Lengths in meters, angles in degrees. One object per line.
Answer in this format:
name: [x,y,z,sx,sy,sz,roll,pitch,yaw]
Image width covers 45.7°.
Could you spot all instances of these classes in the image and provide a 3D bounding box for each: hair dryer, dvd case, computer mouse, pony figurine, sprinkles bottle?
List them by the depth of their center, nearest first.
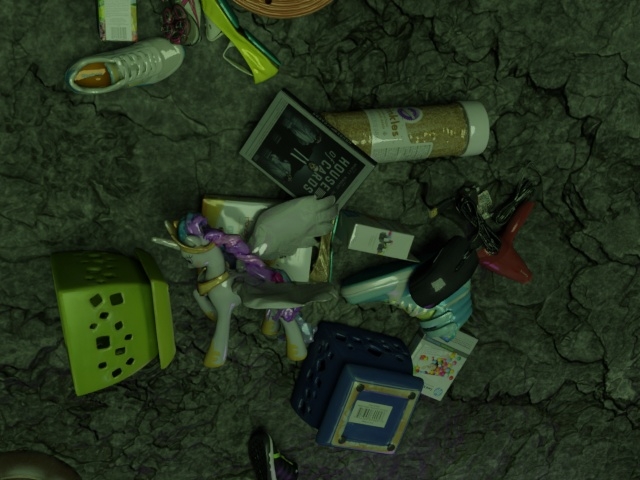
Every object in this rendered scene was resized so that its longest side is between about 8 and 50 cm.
pony figurine: [-0.124,0.087,1.502,0.351,0.302,0.363,-5,130,8]
dvd case: [-0.028,-0.166,1.527,0.239,0.029,0.179,39,125,0]
sprinkles bottle: [0.173,-0.225,1.606,0.355,0.121,0.121,-7,111,-14]
computer mouse: [0.282,0.017,1.665,0.262,0.060,0.184,-37,101,-19]
hair dryer: [0.452,-0.021,1.789,0.224,0.080,0.293,-18,114,-10]

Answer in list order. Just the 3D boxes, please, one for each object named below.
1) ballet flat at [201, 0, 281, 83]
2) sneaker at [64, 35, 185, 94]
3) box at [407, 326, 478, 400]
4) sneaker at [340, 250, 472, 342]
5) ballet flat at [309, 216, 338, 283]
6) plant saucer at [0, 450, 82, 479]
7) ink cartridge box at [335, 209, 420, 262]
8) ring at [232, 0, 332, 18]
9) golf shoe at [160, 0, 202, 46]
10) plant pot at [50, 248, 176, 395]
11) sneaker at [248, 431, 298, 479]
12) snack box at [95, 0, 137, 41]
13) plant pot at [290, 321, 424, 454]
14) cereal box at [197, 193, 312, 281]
ballet flat: [-0.173,-0.396,1.469,0.077,0.077,0.231,-37,118,14]
sneaker: [-0.363,-0.321,1.426,0.229,0.092,0.087,-20,112,-10]
box: [0.282,0.290,1.876,0.145,0.038,0.186,26,101,-23]
sneaker: [0.212,0.150,1.736,0.319,0.127,0.208,-13,99,-11]
ballet flat: [0.000,0.000,1.670,0.067,0.073,0.206,6,105,-3]
plant saucer: [-0.683,0.616,1.702,0.311,0.050,0.310,-5,110,-14]
ink cartridge box: [0.134,-0.010,1.683,0.181,0.104,0.061,12,106,-21]
ring: [-0.073,-0.597,1.445,0.337,0.032,0.336,-6,110,-15]
golf shoe: [-0.266,-0.458,1.426,0.067,0.086,0.186,-3,98,25]
plant pot: [-0.411,0.144,1.517,0.207,0.228,0.227,-9,111,-20]
sneaker: [-0.106,0.551,1.849,0.097,0.084,0.234,-25,118,-33]
snack box: [-0.361,-0.461,1.328,0.070,0.174,0.207,-5,111,-16]
plant pot: [0.090,0.351,1.746,0.236,0.212,0.236,15,106,-21]
cereal box: [-0.136,-0.004,1.617,0.240,0.047,0.173,4,108,-7]
